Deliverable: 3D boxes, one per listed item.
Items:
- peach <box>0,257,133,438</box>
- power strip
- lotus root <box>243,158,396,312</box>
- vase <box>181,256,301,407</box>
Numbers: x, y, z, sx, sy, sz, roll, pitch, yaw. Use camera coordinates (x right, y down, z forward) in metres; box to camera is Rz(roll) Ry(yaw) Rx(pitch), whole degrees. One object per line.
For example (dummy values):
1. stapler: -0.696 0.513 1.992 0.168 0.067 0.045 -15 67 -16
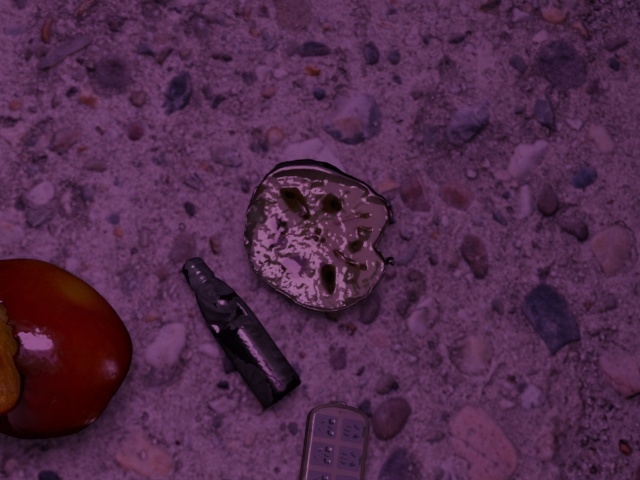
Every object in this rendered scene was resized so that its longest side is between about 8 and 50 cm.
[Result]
1. peach: -0.335 0.121 1.271 0.226 0.190 0.196 31 76 -9
2. power strip: 0.012 0.308 1.375 0.079 0.029 0.227 11 70 -10
3. lotus root: -0.004 -0.002 1.456 0.203 0.078 0.183 37 79 5
4. vase: -0.107 0.110 1.399 0.060 0.060 0.211 -34 82 -21
